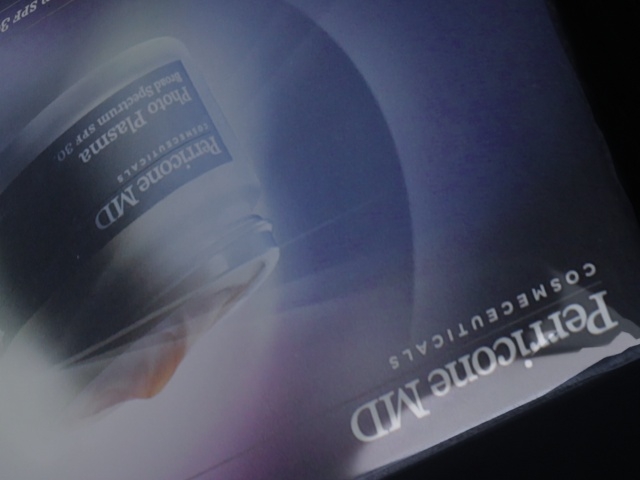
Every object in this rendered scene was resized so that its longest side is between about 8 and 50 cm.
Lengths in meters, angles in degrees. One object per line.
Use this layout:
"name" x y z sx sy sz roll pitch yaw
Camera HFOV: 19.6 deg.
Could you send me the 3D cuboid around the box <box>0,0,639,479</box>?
"box" 0.000 0.000 0.744 0.296 0.183 0.294 -28 58 21
